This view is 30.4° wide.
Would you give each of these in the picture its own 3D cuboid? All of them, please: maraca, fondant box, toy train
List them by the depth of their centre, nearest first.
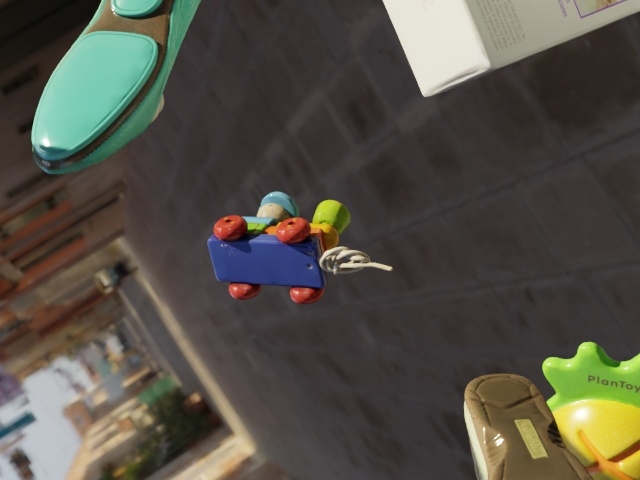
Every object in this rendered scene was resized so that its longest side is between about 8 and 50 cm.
[{"bbox_3d":[0.215,0.146,0.864,0.127,0.099,0.186,6,131,17],"label":"maraca"},{"bbox_3d":[0.183,-0.279,0.923,0.096,0.330,0.238,-18,95,64],"label":"fondant box"},{"bbox_3d":[0.000,0.000,1.446,0.248,0.143,0.105,2,121,26],"label":"toy train"}]

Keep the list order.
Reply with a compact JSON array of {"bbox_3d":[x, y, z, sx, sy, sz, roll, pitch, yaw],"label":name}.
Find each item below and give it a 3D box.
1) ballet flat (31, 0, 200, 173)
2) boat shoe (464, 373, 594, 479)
[{"bbox_3d":[-0.135,-0.141,0.882,0.083,0.247,0.087,9,156,20],"label":"ballet flat"},{"bbox_3d":[0.125,0.159,0.691,0.190,0.068,0.072,-92,1,-61],"label":"boat shoe"}]
